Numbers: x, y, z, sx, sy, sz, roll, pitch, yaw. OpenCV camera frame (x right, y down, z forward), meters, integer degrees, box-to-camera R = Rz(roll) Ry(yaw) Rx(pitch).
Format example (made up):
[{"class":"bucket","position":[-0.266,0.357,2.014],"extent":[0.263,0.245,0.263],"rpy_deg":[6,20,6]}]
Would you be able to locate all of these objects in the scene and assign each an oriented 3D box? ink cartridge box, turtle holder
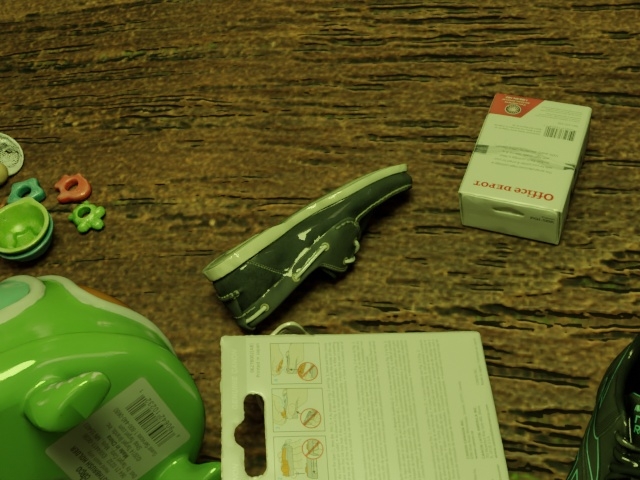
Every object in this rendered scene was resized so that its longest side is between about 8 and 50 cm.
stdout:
[{"class":"ink cartridge box","position":[0.033,0.163,0.723],"extent":[0.224,0.056,0.181],"rpy_deg":[-2,55,-4]},{"class":"ink cartridge box","position":[0.202,-0.072,0.877],"extent":[0.099,0.056,0.135],"rpy_deg":[13,59,20]},{"class":"turtle holder","position":[-0.252,0.174,0.715],"extent":[0.227,0.243,0.320],"rpy_deg":[42,103,45]}]

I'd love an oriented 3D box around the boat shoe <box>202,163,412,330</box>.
[{"class":"boat shoe","position":[0.000,0.000,0.871],"extent":[0.233,0.084,0.079],"rpy_deg":[-33,94,-20]}]

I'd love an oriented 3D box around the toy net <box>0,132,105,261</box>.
[{"class":"toy net","position":[-0.337,-0.069,0.992],"extent":[0.122,0.045,0.232],"rpy_deg":[-35,56,-13]}]

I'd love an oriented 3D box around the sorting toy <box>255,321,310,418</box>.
[{"class":"sorting toy","position":[-0.036,0.105,0.791],"extent":[0.083,0.075,0.045],"rpy_deg":[-39,57,-16]}]

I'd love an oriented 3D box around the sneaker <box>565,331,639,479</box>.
[{"class":"sneaker","position":[0.227,0.177,0.670],"extent":[0.101,0.106,0.267],"rpy_deg":[13,60,18]}]
